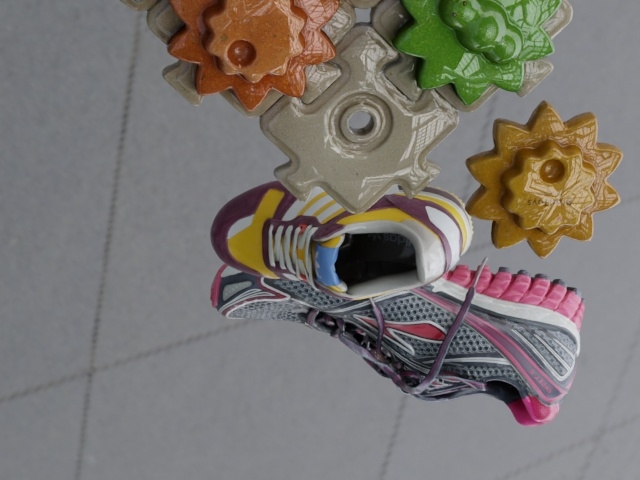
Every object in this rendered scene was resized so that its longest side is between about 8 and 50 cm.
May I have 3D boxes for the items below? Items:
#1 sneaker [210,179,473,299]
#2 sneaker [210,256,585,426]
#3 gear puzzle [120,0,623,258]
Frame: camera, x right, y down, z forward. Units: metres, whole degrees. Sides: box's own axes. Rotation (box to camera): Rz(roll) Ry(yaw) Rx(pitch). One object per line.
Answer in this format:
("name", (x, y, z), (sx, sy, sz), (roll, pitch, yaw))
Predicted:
("sneaker", (0.000, 0.000, 0.938), (0.084, 0.185, 0.069), (-41, 123, -58))
("sneaker", (0.060, 0.067, 1.147), (0.121, 0.299, 0.112), (112, -12, -76))
("gear puzzle", (0.026, -0.097, 0.716), (0.175, 0.044, 0.339), (-43, 114, 12))
